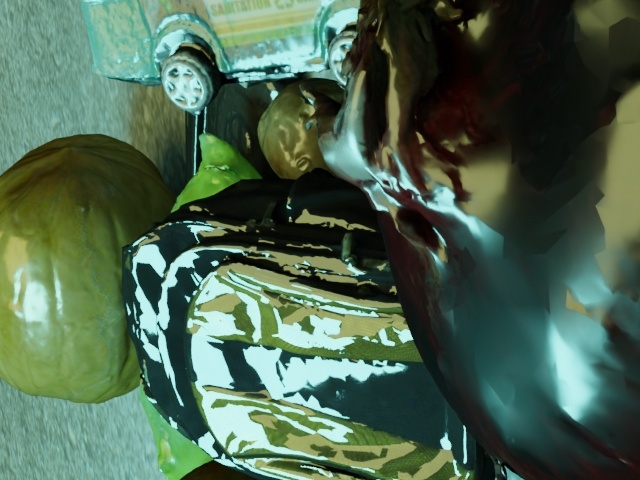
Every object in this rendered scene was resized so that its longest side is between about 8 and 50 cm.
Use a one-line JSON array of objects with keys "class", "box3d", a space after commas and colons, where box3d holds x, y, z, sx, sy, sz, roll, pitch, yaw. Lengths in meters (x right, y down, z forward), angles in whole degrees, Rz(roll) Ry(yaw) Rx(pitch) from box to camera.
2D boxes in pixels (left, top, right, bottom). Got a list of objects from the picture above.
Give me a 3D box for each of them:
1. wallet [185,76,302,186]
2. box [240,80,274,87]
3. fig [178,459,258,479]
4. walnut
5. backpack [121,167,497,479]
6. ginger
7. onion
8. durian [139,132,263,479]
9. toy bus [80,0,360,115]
[{"class": "wallet", "box3d": [-0.067, -0.003, 1.411, 0.170, 0.044, 0.321, -134, 41, -53]}, {"class": "box", "box3d": [-0.057, -0.271, 1.145, 0.200, 0.106, 0.299, 38, 136, 34]}, {"class": "fig", "box3d": [-0.011, 0.229, 1.218, 0.274, 0.146, 0.170, 12, 124, 66]}, {"class": "walnut", "box3d": [-0.197, 0.021, 1.548, 0.195, 0.195, 0.221, -126, 32, -49]}, {"class": "backpack", "box3d": [-0.009, 0.054, 1.099, 0.258, 0.133, 0.206, 7, 113, 25]}, {"class": "ginger", "box3d": [0.000, 0.000, 1.199, 0.104, 0.080, 0.204, 18, 112, 61]}, {"class": "onion", "box3d": [0.115, -0.038, 0.709, 0.314, 0.232, 0.313, 174, 90, -66]}, {"class": "durian", "box3d": [-0.064, 0.059, 1.308, 0.139, 0.101, 0.250, 25, 122, 20]}, {"class": "toy bus", "box3d": [-0.015, -0.135, 1.036, 0.262, 0.091, 0.109, -3, 107, 36]}]
